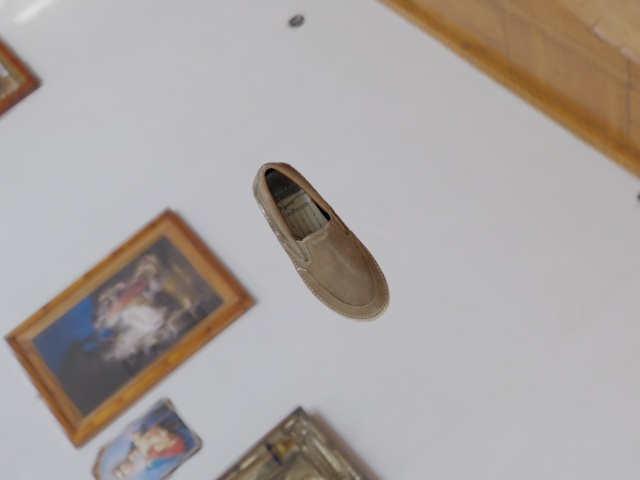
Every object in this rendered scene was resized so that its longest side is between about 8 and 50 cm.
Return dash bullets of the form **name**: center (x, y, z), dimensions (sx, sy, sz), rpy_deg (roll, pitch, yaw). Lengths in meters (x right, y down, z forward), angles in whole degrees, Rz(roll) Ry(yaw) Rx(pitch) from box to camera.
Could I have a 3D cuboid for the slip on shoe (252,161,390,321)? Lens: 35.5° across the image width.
- **slip on shoe**: center (0.000, 0.000, 0.703), dimensions (0.135, 0.051, 0.041), rpy_deg (56, 174, 7)
